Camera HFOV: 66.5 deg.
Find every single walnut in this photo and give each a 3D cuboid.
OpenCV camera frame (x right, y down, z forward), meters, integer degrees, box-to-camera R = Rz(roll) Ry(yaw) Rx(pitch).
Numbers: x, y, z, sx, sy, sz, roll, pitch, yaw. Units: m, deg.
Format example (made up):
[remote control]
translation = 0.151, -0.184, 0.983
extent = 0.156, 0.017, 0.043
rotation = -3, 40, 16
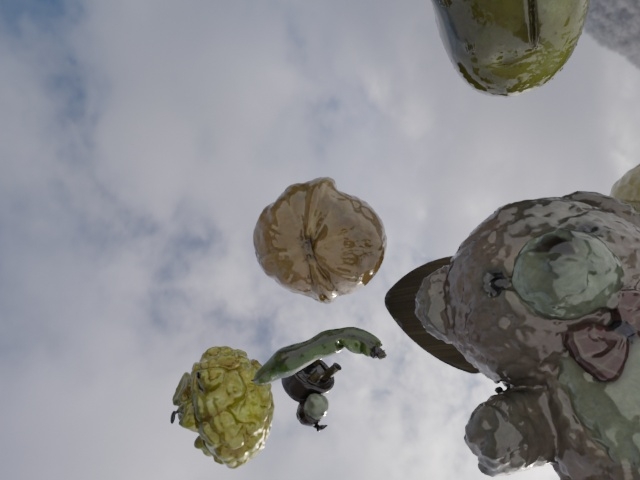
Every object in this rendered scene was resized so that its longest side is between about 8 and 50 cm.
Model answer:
[walnut]
translation = 0.000, 0.000, 1.089
extent = 0.285, 0.297, 0.285
rotation = -2, -90, -79

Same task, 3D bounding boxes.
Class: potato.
[potato]
translation = 0.163, -0.259, 0.461
extent = 0.144, 0.169, 0.248
rotation = -23, -71, 0

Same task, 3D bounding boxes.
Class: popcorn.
[popcorn]
translation = -0.181, 0.310, 0.909
extent = 0.170, 0.189, 0.218
rotation = 9, -123, -38

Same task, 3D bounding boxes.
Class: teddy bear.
[teddy bear]
translation = 0.200, 0.080, 0.332
extent = 0.267, 0.236, 0.151
rotation = 62, -178, 25

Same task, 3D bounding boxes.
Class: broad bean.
[broad bean]
translation = -0.005, 0.158, 0.691
extent = 0.061, 0.196, 0.046
rotation = -87, -20, -54

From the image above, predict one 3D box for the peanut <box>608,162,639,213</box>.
[peanut]
translation = 0.578, -0.074, 0.740
extent = 0.152, 0.313, 0.152
rotation = 0, -86, -4

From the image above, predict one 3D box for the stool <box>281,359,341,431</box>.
[stool]
translation = -0.020, 0.350, 1.185
extent = 0.125, 0.121, 0.217
rotation = 22, -151, -24

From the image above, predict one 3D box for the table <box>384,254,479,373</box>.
[table]
translation = 0.386, 0.164, 1.321
extent = 0.317, 0.317, 0.249
rotation = 59, -147, 1
